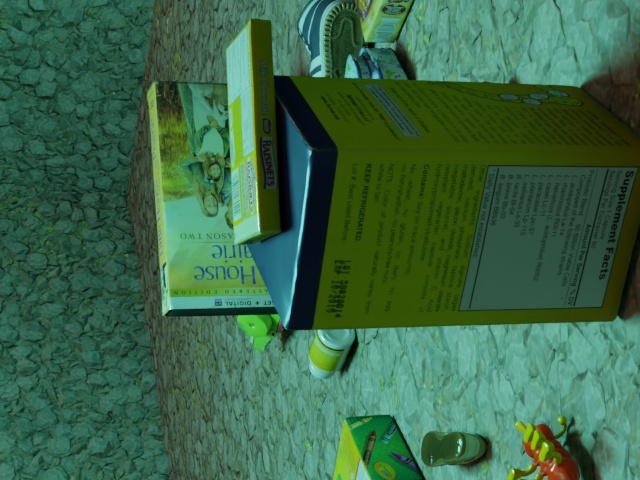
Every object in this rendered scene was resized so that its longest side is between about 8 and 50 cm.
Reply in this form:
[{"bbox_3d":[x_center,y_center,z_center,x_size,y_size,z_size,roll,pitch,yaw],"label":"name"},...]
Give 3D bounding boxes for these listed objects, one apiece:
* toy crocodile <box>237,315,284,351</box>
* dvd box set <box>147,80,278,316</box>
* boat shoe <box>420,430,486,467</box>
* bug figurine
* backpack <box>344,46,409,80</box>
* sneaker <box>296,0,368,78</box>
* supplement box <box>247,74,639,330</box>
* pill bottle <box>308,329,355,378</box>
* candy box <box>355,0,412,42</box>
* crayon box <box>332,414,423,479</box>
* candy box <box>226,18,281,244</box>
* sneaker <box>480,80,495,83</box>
[{"bbox_3d":[-0.082,0.091,2.394,0.115,0.105,0.340,-56,-15,-45],"label":"toy crocodile"},{"bbox_3d":[-0.140,-0.075,2.211,0.062,0.308,0.420,136,131,-65],"label":"dvd box set"},{"bbox_3d":[0.173,0.276,1.646,0.135,0.045,0.050,158,121,-69],"label":"boat shoe"},{"bbox_3d":[0.244,0.341,1.376,0.216,0.072,0.279,-121,38,-47],"label":"bug figurine"},{"bbox_3d":[0.081,-0.222,1.859,0.114,0.084,0.105,-116,28,-49],"label":"backpack"},{"bbox_3d":[0.012,-0.271,2.060,0.153,0.099,0.282,-122,37,-60],"label":"sneaker"},{"bbox_3d":[0.123,-0.042,1.264,0.195,0.357,0.194,-119,33,-58],"label":"supplement box"},{"bbox_3d":[0.016,0.185,2.125,0.116,0.065,0.065,110,154,-49],"label":"pill bottle"},{"bbox_3d":[0.103,-0.390,1.834,0.186,0.053,0.109,113,151,-55],"label":"candy box"},{"bbox_3d":[0.075,0.427,1.915,0.165,0.081,0.278,-117,31,-56],"label":"crayon box"},{"bbox_3d":[-0.067,-0.103,1.225,0.105,0.027,0.205,162,107,-70],"label":"candy box"},{"bbox_3d":[0.211,-0.110,1.482,0.170,0.063,0.074,-101,19,-44],"label":"sneaker"}]
